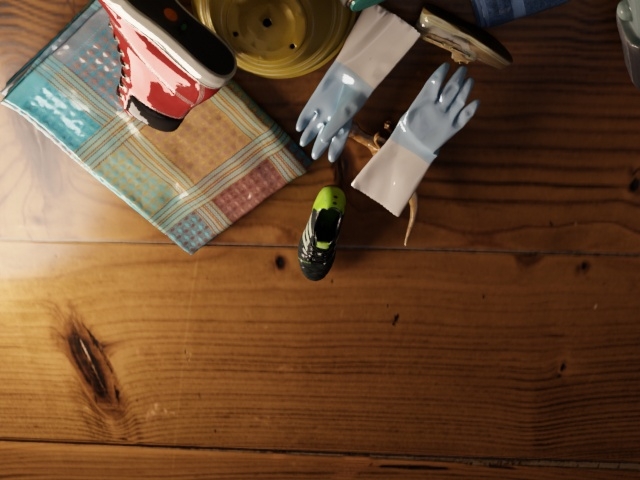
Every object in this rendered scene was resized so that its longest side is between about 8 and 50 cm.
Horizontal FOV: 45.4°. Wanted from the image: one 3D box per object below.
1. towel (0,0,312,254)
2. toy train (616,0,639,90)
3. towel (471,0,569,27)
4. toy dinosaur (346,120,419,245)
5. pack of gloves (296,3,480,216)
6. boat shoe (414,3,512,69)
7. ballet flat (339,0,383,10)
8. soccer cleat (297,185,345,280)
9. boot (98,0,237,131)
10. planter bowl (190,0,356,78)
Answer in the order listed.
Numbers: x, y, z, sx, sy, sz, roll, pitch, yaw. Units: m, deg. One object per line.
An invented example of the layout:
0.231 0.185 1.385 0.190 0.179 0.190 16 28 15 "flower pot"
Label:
-0.230 -0.158 1.089 0.271 0.040 0.370 -34 118 26 "towel"
0.424 -0.301 0.847 0.190 0.142 0.334 -15 145 18 "toy train"
0.249 -0.309 0.954 0.119 0.029 0.067 -15 125 14 "towel"
0.114 -0.107 1.102 0.112 0.064 0.211 -26 111 35 "toy dinosaur"
0.081 -0.163 1.011 0.195 0.046 0.232 35 121 2 "pack of gloves"
0.183 -0.255 0.990 0.135 0.050 0.045 29 127 -5 "boat shoe"
0.120 -0.337 0.917 0.213 0.072 0.068 -16 85 0 "ballet flat"
0.000 0.000 1.169 0.060 0.072 0.179 11 126 -4 "soccer cleat"
-0.244 -0.248 0.952 0.244 0.088 0.176 45 134 -16 "boot"
-0.062 -0.285 0.954 0.217 0.090 0.217 1 126 2 "planter bowl"
